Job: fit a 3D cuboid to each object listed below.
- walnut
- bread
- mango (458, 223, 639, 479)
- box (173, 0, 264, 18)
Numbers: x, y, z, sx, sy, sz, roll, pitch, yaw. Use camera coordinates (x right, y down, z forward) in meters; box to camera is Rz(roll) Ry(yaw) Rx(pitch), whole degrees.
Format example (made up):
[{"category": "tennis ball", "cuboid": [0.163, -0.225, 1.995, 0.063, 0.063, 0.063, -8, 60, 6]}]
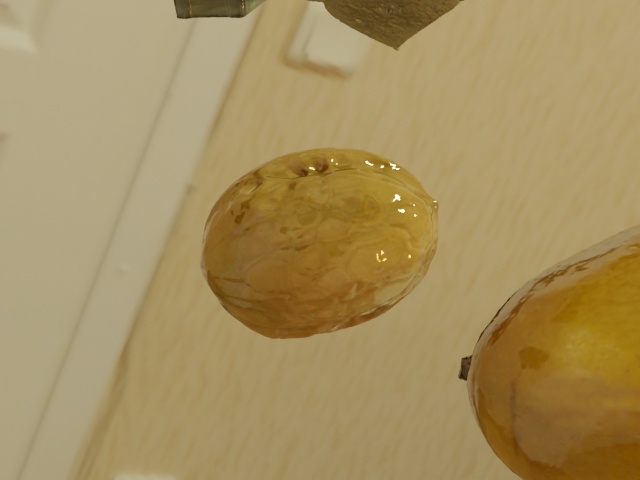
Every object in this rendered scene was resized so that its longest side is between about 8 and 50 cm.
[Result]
[{"category": "walnut", "cuboid": [0.000, 0.000, 1.410, 0.206, 0.159, 0.159, -15, 31, 5]}, {"category": "bread", "cuboid": [0.047, -0.191, 1.104, 0.105, 0.077, 0.152, 29, -16, -10]}, {"category": "mango", "cuboid": [0.182, 0.052, 0.786, 0.227, 0.109, 0.147, -18, 40, -4]}, {"category": "box", "cuboid": [-0.063, -0.184, 1.109, 0.060, 0.063, 0.085, -1, 22, 17]}]
